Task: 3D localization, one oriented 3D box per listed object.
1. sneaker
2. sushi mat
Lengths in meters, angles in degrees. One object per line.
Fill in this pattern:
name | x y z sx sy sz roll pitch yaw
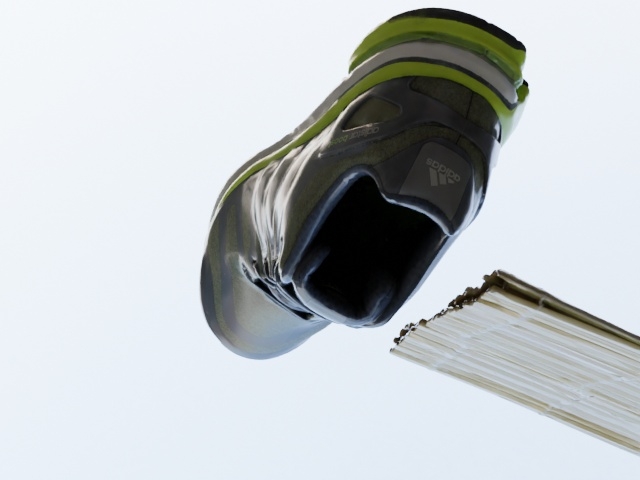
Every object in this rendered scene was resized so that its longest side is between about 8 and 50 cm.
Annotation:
sneaker | 0.000 0.000 0.672 0.300 0.111 0.121 -50 -164 51
sushi mat | 0.193 0.095 0.593 0.151 0.317 0.019 138 -26 -71
